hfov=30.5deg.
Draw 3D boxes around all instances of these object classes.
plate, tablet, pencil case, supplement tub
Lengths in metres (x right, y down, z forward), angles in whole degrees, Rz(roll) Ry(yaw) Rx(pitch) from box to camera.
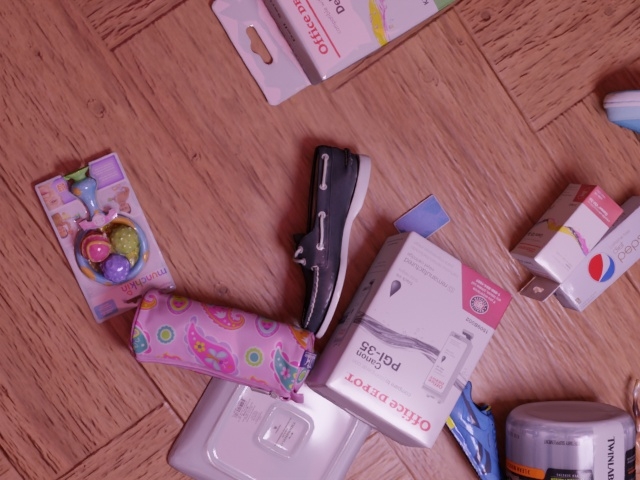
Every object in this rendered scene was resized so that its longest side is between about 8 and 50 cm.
[{"bbox_3d":[-0.062,0.303,1.882,0.278,0.045,0.277,30,88,-10],"label":"plate"},{"bbox_3d":[0.166,-0.031,1.922,0.083,0.006,0.054,-36,98,-7],"label":"tablet"},{"bbox_3d":[-0.148,0.161,1.792,0.284,0.124,0.124,16,90,3],"label":"pencil case"},{"bbox_3d":[0.403,0.439,1.889,0.207,0.207,0.338,-2,93,-10],"label":"supplement tub"}]

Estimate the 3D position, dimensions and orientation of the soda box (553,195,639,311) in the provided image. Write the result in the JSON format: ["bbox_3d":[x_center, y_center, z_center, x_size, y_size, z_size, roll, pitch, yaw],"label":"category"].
[{"bbox_3d":[0.475,0.021,1.944,0.216,0.074,0.069,-42,99,-5],"label":"soda box"}]

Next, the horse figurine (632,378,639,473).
[{"bbox_3d":[0.597,0.346,1.990,0.263,0.066,0.174,18,85,-8],"label":"horse figurine"}]

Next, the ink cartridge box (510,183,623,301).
[{"bbox_3d":[0.386,0.002,1.906,0.067,0.115,0.198,41,85,-11],"label":"ink cartridge box"}]

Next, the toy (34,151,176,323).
[{"bbox_3d":[-0.331,-0.002,1.811,0.137,0.056,0.237,-24,97,-6],"label":"toy"}]

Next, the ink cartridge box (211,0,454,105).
[{"bbox_3d":[0.030,-0.381,1.820,0.353,0.119,0.207,-33,98,-7],"label":"ink cartridge box"}]

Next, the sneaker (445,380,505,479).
[{"bbox_3d":[0.267,0.327,1.926,0.082,0.069,0.209,-31,97,-3],"label":"sneaker"}]

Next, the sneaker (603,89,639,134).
[{"bbox_3d":[0.604,-0.127,1.934,0.319,0.127,0.208,12,90,-10],"label":"sneaker"}]

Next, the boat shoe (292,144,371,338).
[{"bbox_3d":[0.000,0.000,1.847,0.091,0.114,0.302,14,79,-11],"label":"boat shoe"}]

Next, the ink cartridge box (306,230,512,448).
[{"bbox_3d":[0.141,0.159,1.850,0.207,0.117,0.283,32,77,-11],"label":"ink cartridge box"}]
